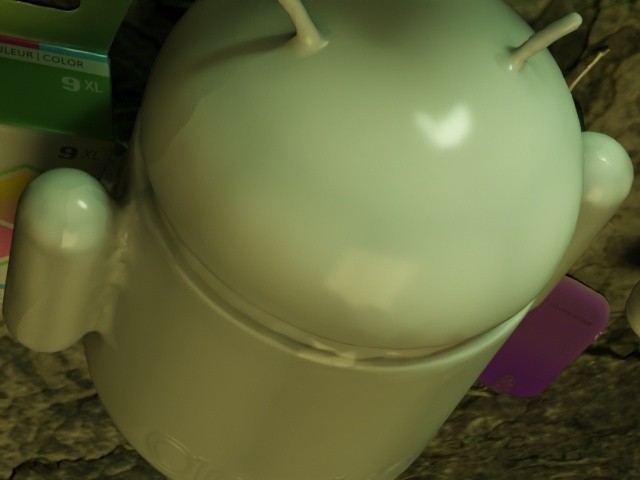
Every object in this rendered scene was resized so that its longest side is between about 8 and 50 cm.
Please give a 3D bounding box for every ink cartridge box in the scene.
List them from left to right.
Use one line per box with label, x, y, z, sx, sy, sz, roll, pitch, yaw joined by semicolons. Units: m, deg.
ink cartridge box;-0.167;-0.047;0.786;0.109;0.062;0.209;9;140;-23

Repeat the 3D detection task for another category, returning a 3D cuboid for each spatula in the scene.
spatula;0.073;0.115;1.092;0.296;0.030;0.084;-35;140;30

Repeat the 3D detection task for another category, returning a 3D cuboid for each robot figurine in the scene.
robot figurine;0.000;0.000;0.760;0.300;0.200;0.353;-8;151;-22

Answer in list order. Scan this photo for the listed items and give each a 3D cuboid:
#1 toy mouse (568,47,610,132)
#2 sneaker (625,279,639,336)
toy mouse;0.096;-0.059;0.856;0.143;0.031;0.161;-26;141;21
sneaker;0.296;0.002;0.959;0.235;0.090;0.095;-17;131;3
